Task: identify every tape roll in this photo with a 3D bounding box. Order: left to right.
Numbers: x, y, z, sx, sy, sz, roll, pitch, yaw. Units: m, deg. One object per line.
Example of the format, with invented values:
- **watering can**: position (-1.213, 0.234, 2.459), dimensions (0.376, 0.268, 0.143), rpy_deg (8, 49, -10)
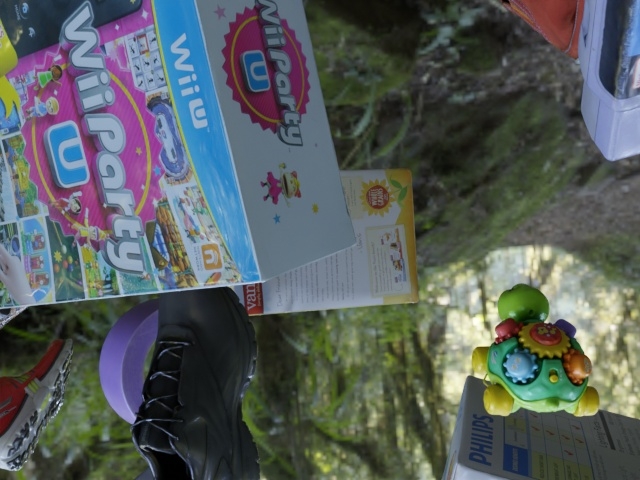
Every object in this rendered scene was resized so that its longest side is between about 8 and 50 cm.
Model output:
- **tape roll**: position (-0.204, 0.176, 1.269), dimensions (0.189, 0.189, 0.080), rpy_deg (-4, -178, -34)

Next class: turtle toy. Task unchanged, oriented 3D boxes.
- **turtle toy**: position (0.177, 0.090, 0.756), dimensions (0.095, 0.066, 0.130), rpy_deg (1, -146, -6)

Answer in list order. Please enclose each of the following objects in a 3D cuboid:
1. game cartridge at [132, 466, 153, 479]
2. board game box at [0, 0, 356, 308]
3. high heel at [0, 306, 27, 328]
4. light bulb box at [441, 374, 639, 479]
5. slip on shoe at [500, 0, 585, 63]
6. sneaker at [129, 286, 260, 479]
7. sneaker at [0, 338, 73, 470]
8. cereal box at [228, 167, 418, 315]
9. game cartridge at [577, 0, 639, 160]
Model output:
- **game cartridge**: position (-0.200, 0.498, 1.553), dimensions (0.196, 0.294, 0.060), rpy_deg (-39, 164, -19)
- **board game box**: position (-0.141, -0.079, 0.591), dimensions (0.303, 0.224, 0.097), rpy_deg (-8, -172, 38)
- **high heel**: position (-0.476, 0.103, 1.235), dimensions (0.186, 0.093, 0.261), rpy_deg (-40, -165, 7)
- **light bulb box**: position (0.345, 0.379, 1.248), dimensions (0.361, 0.225, 0.358), rpy_deg (13, -168, 9)
- **slip on shoe**: position (0.183, -0.207, 0.696), dimensions (0.101, 0.123, 0.331), rpy_deg (17, -162, 0)
- **sneaker**: position (-0.139, 0.165, 0.966), dimensions (0.109, 0.286, 0.130), rpy_deg (-8, 179, 38)
- **sneaker**: position (-0.464, 0.230, 1.403), dimensions (0.118, 0.107, 0.279), rpy_deg (17, -153, 1)
- **cereal box**: position (0.000, 0.000, 1.131), dimensions (0.240, 0.173, 0.047), rpy_deg (-2, 180, -16)
- **game cartridge**: position (0.232, -0.179, 0.390), dimensions (0.230, 0.068, 0.355), rpy_deg (-20, 147, -1)
